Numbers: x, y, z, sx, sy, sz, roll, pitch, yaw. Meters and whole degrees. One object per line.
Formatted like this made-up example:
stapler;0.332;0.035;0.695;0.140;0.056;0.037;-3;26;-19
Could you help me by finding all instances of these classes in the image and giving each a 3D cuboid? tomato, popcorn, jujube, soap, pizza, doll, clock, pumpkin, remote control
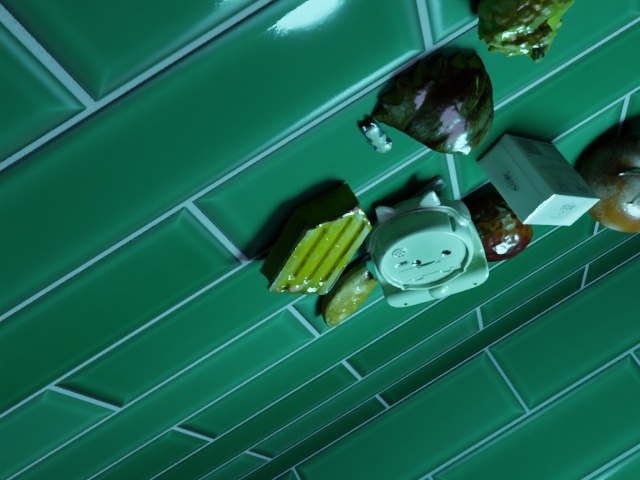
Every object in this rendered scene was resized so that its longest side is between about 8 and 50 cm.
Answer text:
tomato;0.832;-0.151;2.163;0.265;0.265;0.265;-26;155;-13
popcorn;0.340;-0.379;1.325;0.173;0.142;0.173;-29;135;-33
jujube;0.413;-0.013;2.038;0.255;0.190;0.190;-30;157;17
soap;0.000;0.000;1.652;0.160;0.080;0.257;6;130;-38
pizza;0.073;0.139;2.064;0.134;0.056;0.271;-17;151;-24
doll;0.107;-0.196;1.509;0.037;0.027;0.125;-24;158;15
clock;0.236;0.015;1.858;0.265;0.108;0.324;-17;139;12
pumpkin;0.242;-0.243;1.442;0.254;0.149;0.130;-20;161;-21
remote control;0.237;-0.103;1.845;0.124;0.018;0.053;-39;153;15

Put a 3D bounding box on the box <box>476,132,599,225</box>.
box;0.518;-0.141;1.886;0.260;0.194;0.111;3;138;-50
